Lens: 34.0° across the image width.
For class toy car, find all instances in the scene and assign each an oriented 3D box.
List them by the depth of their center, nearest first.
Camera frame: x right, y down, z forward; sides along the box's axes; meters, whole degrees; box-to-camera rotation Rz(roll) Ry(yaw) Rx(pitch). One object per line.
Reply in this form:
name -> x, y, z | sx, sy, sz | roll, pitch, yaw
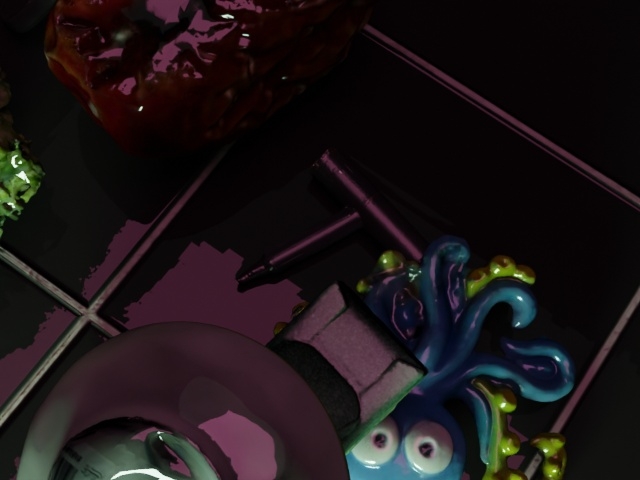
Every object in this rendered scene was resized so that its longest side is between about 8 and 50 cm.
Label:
toy car -> -0.056, 0.188, 1.019 | 0.321, 0.097, 0.141 | -43, 80, -4

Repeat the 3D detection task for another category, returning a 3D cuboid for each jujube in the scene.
jujube -> -0.118, -0.263, 1.180 | 0.377, 0.276, 0.276 | -38, 77, -14

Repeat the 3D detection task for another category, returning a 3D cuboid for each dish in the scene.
dish -> -0.143, 0.237, 0.921 | 0.324, 0.124, 0.324 | 0, 91, 16

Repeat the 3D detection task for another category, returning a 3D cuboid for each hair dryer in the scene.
hair dryer -> 0.006, 0.013, 1.202 | 0.195, 0.050, 0.173 | -42, 77, -12

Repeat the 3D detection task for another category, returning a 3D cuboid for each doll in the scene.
doll -> 0.110, 0.155, 1.114 | 0.346, 0.099, 0.341 | 12, 79, -2

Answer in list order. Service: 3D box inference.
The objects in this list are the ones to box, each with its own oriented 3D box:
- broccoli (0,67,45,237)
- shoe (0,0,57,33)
broccoli -> -0.434, -0.089, 1.099 | 0.248, 0.245, 0.288 | -25, 68, -3
shoe -> -0.280, -0.328, 1.284 | 0.241, 0.093, 0.108 | -43, 37, 1
